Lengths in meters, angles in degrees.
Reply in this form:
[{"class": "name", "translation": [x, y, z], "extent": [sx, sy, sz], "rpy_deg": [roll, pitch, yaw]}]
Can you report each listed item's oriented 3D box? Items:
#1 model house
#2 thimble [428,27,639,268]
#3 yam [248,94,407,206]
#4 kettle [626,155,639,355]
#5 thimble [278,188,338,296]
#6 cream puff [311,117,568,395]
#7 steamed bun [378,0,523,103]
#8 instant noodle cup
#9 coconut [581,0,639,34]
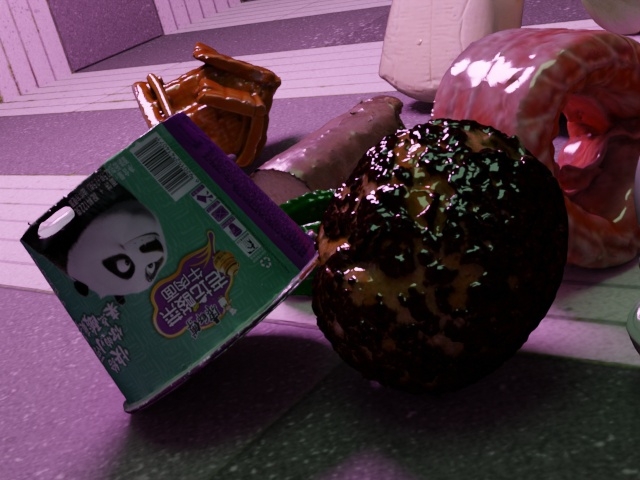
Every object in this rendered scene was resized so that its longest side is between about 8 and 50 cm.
[{"class": "model house", "translation": [-0.169, -0.221, 1.642], "extent": [0.229, 0.219, 0.199], "rpy_deg": [-30, 7, -5]}, {"class": "thimble", "translation": [0.240, -0.094, 1.000], "extent": [0.239, 0.239, 0.162], "rpy_deg": [-26, 20, -25]}, {"class": "yam", "translation": [0.023, -0.091, 1.298], "extent": [0.129, 0.128, 0.238], "rpy_deg": [26, 44, 29]}, {"class": "kettle", "translation": [0.365, 0.000, 0.719], "extent": [0.265, 0.205, 0.318], "rpy_deg": [-8, 22, -10]}, {"class": "thimble", "translation": [0.000, 0.000, 1.132], "extent": [0.118, 0.090, 0.130], "rpy_deg": [-5, 24, 19]}, {"class": "cream puff", "translation": [0.088, 0.009, 0.847], "extent": [0.165, 0.239, 0.239], "rpy_deg": [21, 11, -20]}, {"class": "steamed bun", "translation": [0.223, -0.324, 1.660], "extent": [0.155, 0.200, 0.250], "rpy_deg": [-1, 11, -40]}, {"class": "instant noodle cup", "translation": [-0.146, 0.010, 0.945], "extent": [0.251, 0.190, 0.251], "rpy_deg": [-38, 6, 5]}, {"class": "coconut", "translation": [0.556, -0.478, 1.793], "extent": [0.236, 0.236, 0.204], "rpy_deg": [-23, 57, -19]}]
